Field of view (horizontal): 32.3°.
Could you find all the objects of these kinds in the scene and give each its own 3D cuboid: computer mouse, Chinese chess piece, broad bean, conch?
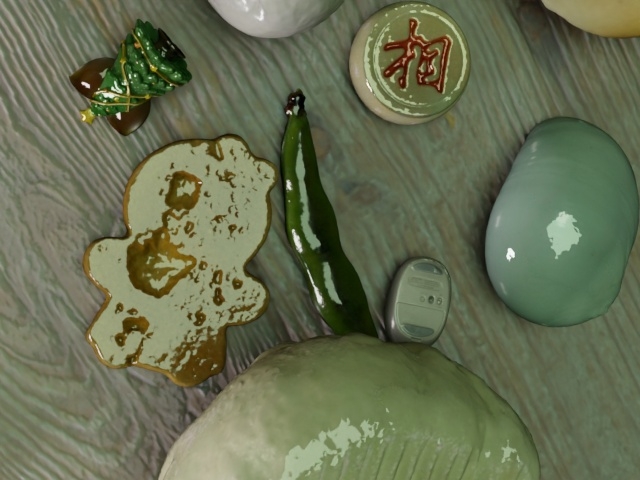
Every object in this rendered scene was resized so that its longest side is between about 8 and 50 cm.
[{"bbox_3d":[0.096,0.064,1.121,0.066,0.039,0.096,13,83,-15],"label":"computer mouse"},{"bbox_3d":[0.089,-0.175,1.094,0.122,0.051,0.122,-1,95,-14],"label":"Chinese chess piece"},{"bbox_3d":[-0.001,0.001,1.089,0.060,0.043,0.297,-20,98,-22],"label":"broad bean"},{"bbox_3d":[0.259,-0.019,1.128,0.185,0.121,0.221,17,84,-44],"label":"conch"}]

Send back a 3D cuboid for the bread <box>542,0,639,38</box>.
[{"bbox_3d":[0.291,-0.402,1.029,0.329,0.245,0.424,-26,103,-11],"label":"bread"}]

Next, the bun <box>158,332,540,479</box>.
[{"bbox_3d":[0.008,0.241,1.020,0.365,0.219,0.365,-8,115,-18],"label":"bun"}]

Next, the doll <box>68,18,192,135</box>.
[{"bbox_3d":[-0.174,-0.145,1.017,0.113,0.077,0.078,-45,112,-6],"label":"doll"}]

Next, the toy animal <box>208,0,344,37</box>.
[{"bbox_3d":[-0.043,-0.310,0.969,0.206,0.271,0.265,-1,109,11],"label":"toy animal"}]

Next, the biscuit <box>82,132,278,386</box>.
[{"bbox_3d":[-0.130,0.013,1.061,0.184,0.035,0.248,15,90,-16],"label":"biscuit"}]
